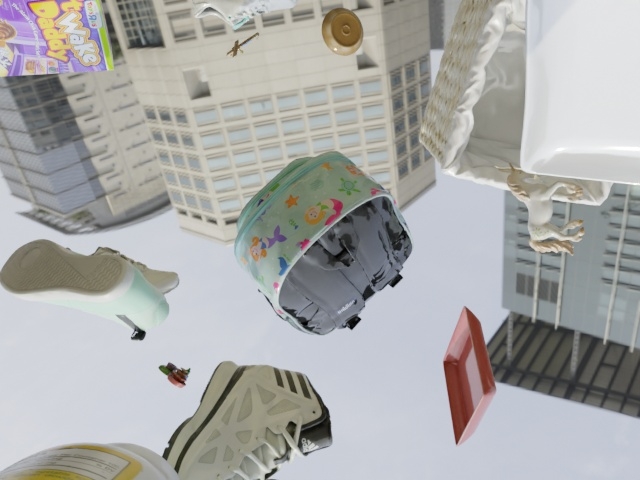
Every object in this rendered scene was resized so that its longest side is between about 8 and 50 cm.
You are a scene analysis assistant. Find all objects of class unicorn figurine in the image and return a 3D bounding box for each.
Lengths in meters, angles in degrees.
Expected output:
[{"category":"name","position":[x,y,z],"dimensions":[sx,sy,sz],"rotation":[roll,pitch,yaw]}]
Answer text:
[{"category":"unicorn figurine","position":[0.358,-0.058,0.821],"dimensions":[0.111,0.161,0.060],"rotation":[-2,173,27]}]

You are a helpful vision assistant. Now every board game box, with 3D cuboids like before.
[{"category":"board game box","position":[-0.434,-0.382,0.695],"dimensions":[0.234,0.347,0.078],"rotation":[-10,-116,-16]}]

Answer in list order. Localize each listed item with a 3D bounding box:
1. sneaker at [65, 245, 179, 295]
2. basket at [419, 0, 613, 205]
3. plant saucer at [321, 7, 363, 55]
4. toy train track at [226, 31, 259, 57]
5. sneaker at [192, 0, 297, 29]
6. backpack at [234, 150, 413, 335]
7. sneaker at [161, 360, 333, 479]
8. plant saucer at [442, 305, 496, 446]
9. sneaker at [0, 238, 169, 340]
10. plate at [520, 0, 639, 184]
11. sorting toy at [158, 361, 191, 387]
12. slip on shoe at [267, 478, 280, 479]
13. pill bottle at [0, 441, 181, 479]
[{"category":"sneaker","position":[-0.497,0.082,1.257],"dimensions":[0.298,0.129,0.111],"rotation":[3,-173,-20]},{"category":"basket","position":[0.395,-0.281,0.979],"dimensions":[0.329,0.331,0.266],"rotation":[10,-156,-9]},{"category":"plant saucer","position":[0.043,-0.374,0.917],"dimensions":[0.084,0.083,0.015],"rotation":[-21,-166,-19]},{"category":"toy train track","position":[-0.149,-0.379,1.001],"dimensions":[0.083,0.014,0.048],"rotation":[-20,-127,32]},{"category":"sneaker","position":[-0.153,-0.474,1.042],"dimensions":[0.213,0.094,0.080],"rotation":[6,178,2]},{"category":"backpack","position":[0.000,0.000,0.702],"dimensions":[0.225,0.253,0.191],"rotation":[-43,-112,-2]},{"category":"sneaker","position":[-0.116,0.382,0.926],"dimensions":[0.258,0.169,0.447],"rotation":[-3,-151,12]},{"category":"plant saucer","position":[0.374,0.343,1.296],"dimensions":[0.048,0.258,0.259],"rotation":[4,-137,0]},{"category":"sneaker","position":[-0.348,0.080,0.764],"dimensions":[0.256,0.151,0.094],"rotation":[8,-120,25]},{"category":"plate","position":[0.320,-0.129,0.432],"dimensions":[0.278,0.278,0.045],"rotation":[11,-110,25]},{"category":"sorting toy","position":[-0.331,0.305,1.191],"dimensions":[0.102,0.061,0.042],"rotation":[21,-108,52]},{"category":"slip on shoe","position":[-0.062,0.493,0.982],"dimensions":[0.136,0.041,0.051],"rotation":[20,-165,-26]},{"category":"pill bottle","position":[-0.188,0.246,0.330],"dimensions":[0.188,0.187,0.334],"rotation":[-12,173,-4]}]
